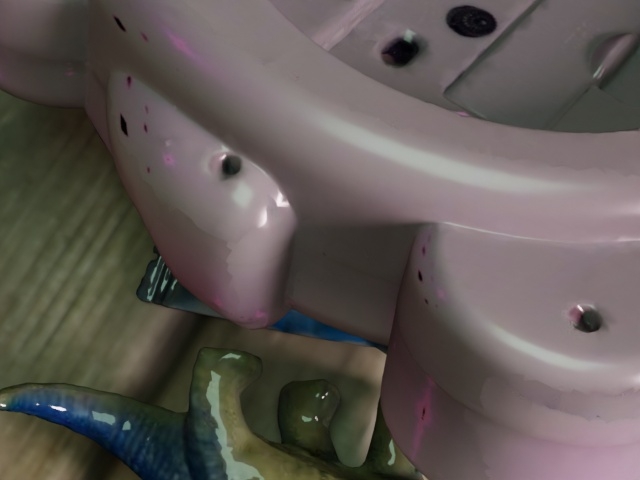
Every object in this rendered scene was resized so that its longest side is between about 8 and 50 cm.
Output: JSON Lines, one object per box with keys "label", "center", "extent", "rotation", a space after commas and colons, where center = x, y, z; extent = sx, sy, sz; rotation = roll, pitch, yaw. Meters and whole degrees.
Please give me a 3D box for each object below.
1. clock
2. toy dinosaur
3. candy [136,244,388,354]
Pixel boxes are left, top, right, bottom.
{"label": "clock", "center": [0.046, -0.080, 0.673], "extent": [0.322, 0.113, 0.295], "rotation": [32, 53, 17]}
{"label": "toy dinosaur", "center": [-0.005, 0.135, 0.650], "extent": [0.247, 0.075, 0.188], "rotation": [7, 71, -3]}
{"label": "candy", "center": [0.000, -0.001, 0.722], "extent": [0.136, 0.038, 0.088], "rotation": [14, 82, 14]}
